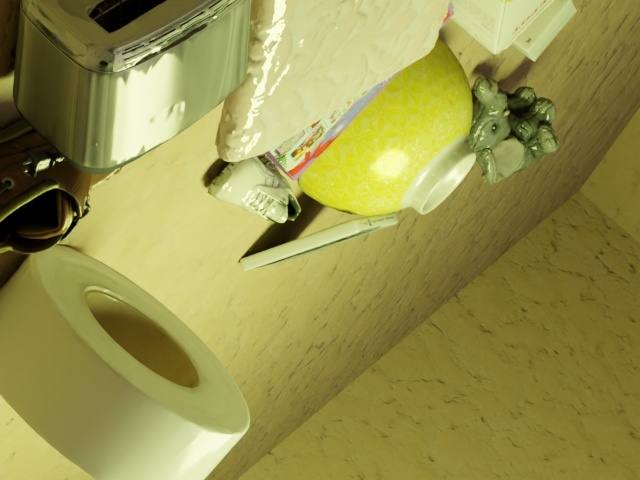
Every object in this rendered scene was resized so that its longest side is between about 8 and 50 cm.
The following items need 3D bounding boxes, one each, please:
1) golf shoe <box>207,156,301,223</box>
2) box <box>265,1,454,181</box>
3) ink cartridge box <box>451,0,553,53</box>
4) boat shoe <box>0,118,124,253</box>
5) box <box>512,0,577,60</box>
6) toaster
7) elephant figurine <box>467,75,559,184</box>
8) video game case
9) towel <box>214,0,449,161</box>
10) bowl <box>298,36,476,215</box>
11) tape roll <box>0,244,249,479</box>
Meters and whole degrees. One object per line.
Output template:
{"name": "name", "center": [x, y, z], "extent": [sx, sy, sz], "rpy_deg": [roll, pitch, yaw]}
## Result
{"name": "golf shoe", "center": [-0.072, -0.059, 1.707], "extent": [0.069, 0.086, 0.176], "rpy_deg": [-49, 165, 16]}
{"name": "box", "center": [0.032, -0.212, 1.640], "extent": [0.293, 0.057, 0.201], "rpy_deg": [-46, 165, -1]}
{"name": "ink cartridge box", "center": [0.246, -0.387, 1.638], "extent": [0.226, 0.131, 0.306], "rpy_deg": [-45, 168, -12]}
{"name": "boat shoe", "center": [-0.249, -0.037, 1.181], "extent": [0.111, 0.104, 0.307], "rpy_deg": [-55, 165, 30]}
{"name": "box", "center": [0.298, -0.332, 2.020], "extent": [0.102, 0.101, 0.087], "rpy_deg": [-51, 166, 9]}
{"name": "toaster", "center": [-0.151, -0.158, 1.093], "extent": [0.227, 0.129, 0.146], "rpy_deg": [-36, 160, -30]}
{"name": "elephant figurine", "center": [0.281, -0.184, 2.362], "extent": [0.169, 0.186, 0.239], "rpy_deg": [-2, -173, 40]}
{"name": "video game case", "center": [0.000, 0.000, 2.046], "extent": [0.190, 0.022, 0.173], "rpy_deg": [-19, 178, 23]}
{"name": "towel", "center": [0.037, -0.254, 1.392], "extent": [0.317, 0.053, 0.332], "rpy_deg": [-34, 157, -33]}
{"name": "bowl", "center": [0.123, -0.128, 1.957], "extent": [0.289, 0.156, 0.289], "rpy_deg": [-44, 167, -13]}
{"name": "tape roll", "center": [-0.209, 0.132, 1.414], "extent": [0.100, 0.286, 0.286], "rpy_deg": [-50, 166, 9]}
